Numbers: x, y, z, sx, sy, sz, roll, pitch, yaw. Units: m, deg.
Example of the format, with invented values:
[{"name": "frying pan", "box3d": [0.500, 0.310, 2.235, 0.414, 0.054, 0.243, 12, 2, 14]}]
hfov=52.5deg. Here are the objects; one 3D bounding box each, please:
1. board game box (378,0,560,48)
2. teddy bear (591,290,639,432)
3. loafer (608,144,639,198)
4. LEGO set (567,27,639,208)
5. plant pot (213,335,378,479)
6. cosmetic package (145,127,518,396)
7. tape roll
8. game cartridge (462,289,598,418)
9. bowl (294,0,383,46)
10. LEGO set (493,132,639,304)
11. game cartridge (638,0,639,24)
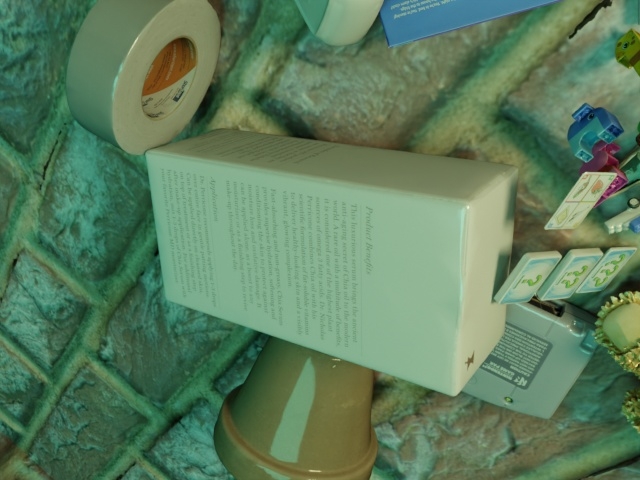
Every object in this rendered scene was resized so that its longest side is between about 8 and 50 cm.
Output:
[{"name": "board game box", "box3d": [0.196, -0.341, 0.598, 0.347, 0.078, 0.233, -5, 116, 33]}, {"name": "teddy bear", "box3d": [0.476, 0.173, 0.756, 0.338, 0.113, 0.245, 37, 114, 7]}, {"name": "loafer", "box3d": [0.347, -0.080, 0.702, 0.045, 0.039, 0.125, 47, 131, -3]}, {"name": "LEGO set", "box3d": [0.322, -0.150, 0.653, 0.087, 0.093, 0.227, 23, 131, -25]}, {"name": "plant pot", "box3d": [-0.017, 0.236, 1.015, 0.263, 0.263, 0.229, 21, 110, 18]}, {"name": "cosmetic package", "box3d": [0.000, 0.000, 0.833, 0.453, 0.161, 0.230, 14, 117, 32]}, {"name": "tape roll", "box3d": [-0.219, -0.221, 0.829, 0.072, 0.219, 0.219, 30, 130, 11]}, {"name": "game cartridge", "box3d": [0.212, 0.126, 0.908, 0.294, 0.060, 0.196, 26, 126, 14]}, {"name": "bowl", "box3d": [0.004, -0.289, 0.706, 0.142, 0.053, 0.142, 64, 165, 2]}, {"name": "LEGO set", "box3d": [0.318, -0.009, 0.685, 0.060, 0.182, 0.244, 63, 143, 39]}, {"name": "game cartridge", "box3d": [0.348, -0.238, 0.617, 0.083, 0.017, 0.056, 2, 116, 29]}]
